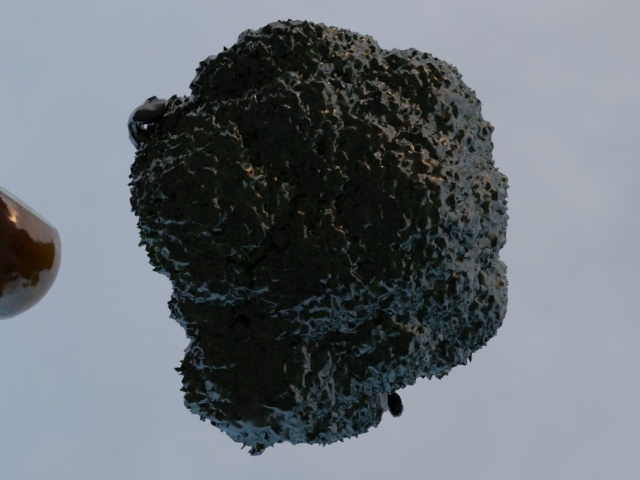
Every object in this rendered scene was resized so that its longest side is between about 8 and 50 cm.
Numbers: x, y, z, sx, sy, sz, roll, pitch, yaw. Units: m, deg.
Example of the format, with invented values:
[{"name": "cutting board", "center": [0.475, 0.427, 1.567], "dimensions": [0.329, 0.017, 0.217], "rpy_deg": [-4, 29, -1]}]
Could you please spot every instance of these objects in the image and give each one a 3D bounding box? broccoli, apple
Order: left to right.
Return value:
[{"name": "apple", "center": [-0.255, 0.009, 0.918], "dimensions": [0.099, 0.102, 0.114], "rpy_deg": [-49, -135, -3]}, {"name": "broccoli", "center": [0.000, 0.000, 0.919], "dimensions": [0.283, 0.321, 0.304], "rpy_deg": [-11, -99, 61]}]
